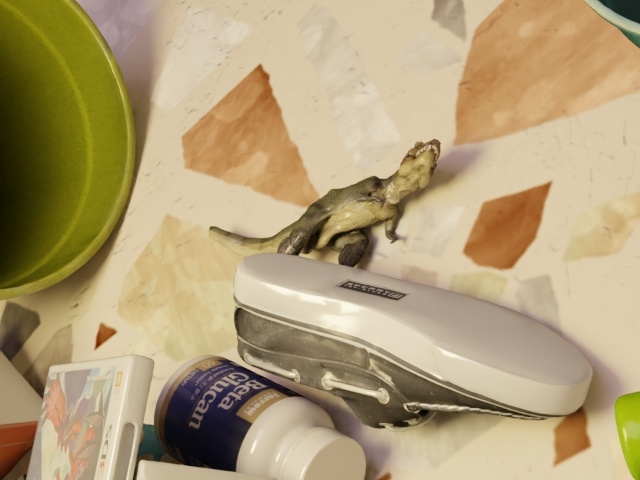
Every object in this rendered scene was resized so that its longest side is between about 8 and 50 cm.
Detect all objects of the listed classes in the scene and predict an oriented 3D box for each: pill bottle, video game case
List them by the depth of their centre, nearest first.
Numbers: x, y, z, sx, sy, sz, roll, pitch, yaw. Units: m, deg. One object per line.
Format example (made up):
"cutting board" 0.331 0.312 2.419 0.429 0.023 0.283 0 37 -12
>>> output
"video game case" -0.186 0.181 0.942 0.201 0.023 0.183 -16 62 61
"pill bottle" -0.047 0.158 0.984 0.169 0.094 0.094 19 78 44

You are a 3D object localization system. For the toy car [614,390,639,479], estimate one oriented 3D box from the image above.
"toy car" 0.261 0.070 0.753 0.155 0.149 0.188 -16 42 19

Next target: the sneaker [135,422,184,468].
"sneaker" -0.217 0.228 1.076 0.229 0.092 0.087 -35 46 10

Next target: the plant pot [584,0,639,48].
"plant pot" 0.323 -0.167 0.754 0.272 0.255 0.271 -22 51 30

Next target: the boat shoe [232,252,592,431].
"boat shoe" 0.057 0.093 0.938 0.301 0.108 0.102 15 110 30

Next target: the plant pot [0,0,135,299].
"plant pot" -0.448 -0.090 1.344 0.353 0.366 0.366 -16 54 48

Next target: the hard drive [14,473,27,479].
"hard drive" -0.309 0.299 1.175 0.135 0.022 0.094 -44 44 10

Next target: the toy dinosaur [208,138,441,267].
"toy dinosaur" 0.000 0.000 1.073 0.268 0.064 0.118 -20 42 33

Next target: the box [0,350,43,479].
"box" -0.455 0.234 1.168 0.168 0.215 0.345 45 98 15

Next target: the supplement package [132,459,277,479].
"supplement package" -0.109 0.247 0.921 0.179 0.105 0.105 125 150 -51
